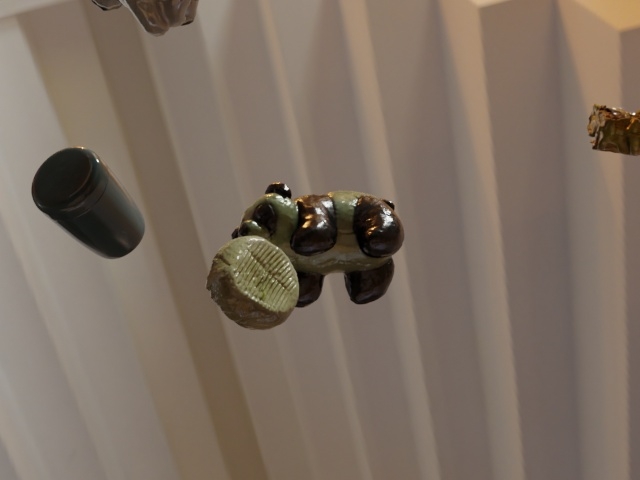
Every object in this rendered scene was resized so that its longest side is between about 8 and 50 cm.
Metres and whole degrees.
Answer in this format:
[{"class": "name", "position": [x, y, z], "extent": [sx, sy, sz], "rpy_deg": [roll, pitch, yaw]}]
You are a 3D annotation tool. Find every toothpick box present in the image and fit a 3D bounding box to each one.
[{"class": "toothpick box", "position": [-0.354, -0.051, 1.597], "extent": [0.184, 0.120, 0.120], "rpy_deg": [57, 10, -53]}]

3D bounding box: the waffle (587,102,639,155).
[{"class": "waffle", "position": [0.501, -0.157, 1.543], "extent": [0.283, 0.309, 0.065], "rpy_deg": [25, -71, 51]}]

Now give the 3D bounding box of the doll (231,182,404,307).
[{"class": "doll", "position": [0.001, 0.001, 1.357], "extent": [0.144, 0.234, 0.135], "rpy_deg": [106, -27, -45]}]

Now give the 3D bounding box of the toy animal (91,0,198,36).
[{"class": "toy animal", "position": [-0.228, -0.424, 1.442], "extent": [0.357, 0.193, 0.258], "rpy_deg": [176, -87, -78]}]

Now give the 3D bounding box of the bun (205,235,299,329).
[{"class": "bun", "position": [-0.083, 0.053, 1.212], "extent": [0.069, 0.115, 0.115], "rpy_deg": [-30, -108, 47]}]
